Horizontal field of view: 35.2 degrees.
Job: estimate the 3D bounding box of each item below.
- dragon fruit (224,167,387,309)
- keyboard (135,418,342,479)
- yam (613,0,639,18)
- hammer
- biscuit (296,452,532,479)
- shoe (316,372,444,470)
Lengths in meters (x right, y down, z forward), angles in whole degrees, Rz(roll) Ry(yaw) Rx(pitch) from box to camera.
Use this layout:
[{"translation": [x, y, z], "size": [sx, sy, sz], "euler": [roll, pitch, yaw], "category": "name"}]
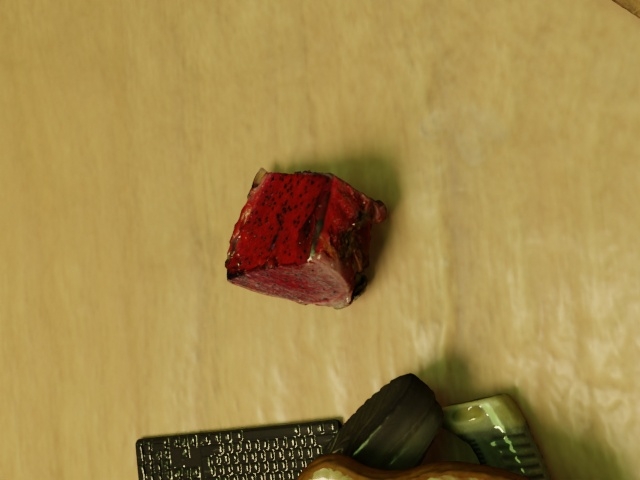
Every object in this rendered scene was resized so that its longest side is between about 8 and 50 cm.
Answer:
[{"translation": [0.000, 0.000, 0.791], "size": [0.147, 0.096, 0.102], "euler": [3, 76, 58], "category": "dragon fruit"}, {"translation": [-0.071, 0.189, 0.847], "size": [0.204, 0.013, 0.061], "euler": [-11, 80, 27], "category": "keyboard"}, {"translation": [0.203, -0.213, 0.700], "size": [0.357, 0.081, 0.081], "euler": [41, 105, 24], "category": "yam"}, {"translation": [0.147, 0.220, 0.714], "size": [0.159, 0.041, 0.226], "euler": [-20, 77, 25], "category": "hammer"}, {"translation": [0.061, 0.271, 0.663], "size": [0.257, 0.049, 0.273], "euler": [11, 101, 7], "category": "biscuit"}, {"translation": [0.029, 0.245, 0.743], "size": [0.149, 0.109, 0.293], "euler": [38, 104, 4], "category": "shoe"}]
